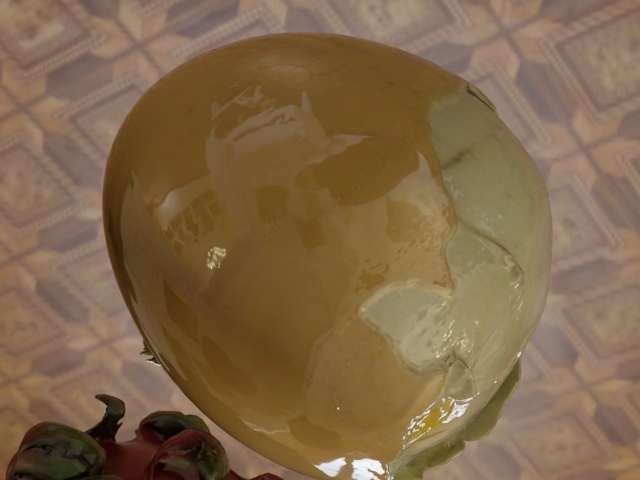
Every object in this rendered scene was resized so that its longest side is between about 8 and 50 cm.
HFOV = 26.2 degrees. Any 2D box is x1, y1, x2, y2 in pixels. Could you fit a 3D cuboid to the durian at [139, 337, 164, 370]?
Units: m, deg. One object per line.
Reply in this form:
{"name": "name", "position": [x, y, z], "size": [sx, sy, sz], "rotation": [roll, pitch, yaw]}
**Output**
{"name": "durian", "position": [0.028, 0.071, 1.081], "size": [0.306, 0.172, 0.166], "rotation": [-5, 145, -33]}

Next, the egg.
{"name": "egg", "position": [0.000, 0.000, 0.658], "size": [0.244, 0.201, 0.201], "rotation": [31, 142, 29]}

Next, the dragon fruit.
{"name": "dragon fruit", "position": [-0.133, 0.212, 0.795], "size": [0.272, 0.198, 0.218], "rotation": [-28, 116, -12]}
